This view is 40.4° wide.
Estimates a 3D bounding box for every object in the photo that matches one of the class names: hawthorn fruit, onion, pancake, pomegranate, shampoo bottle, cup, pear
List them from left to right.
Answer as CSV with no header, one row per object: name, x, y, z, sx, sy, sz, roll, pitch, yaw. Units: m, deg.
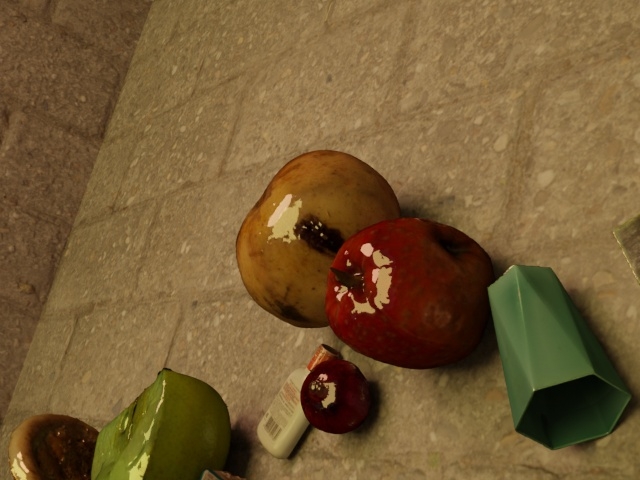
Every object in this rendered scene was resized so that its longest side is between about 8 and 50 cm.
pancake,-0.482,0.518,1.802,0.071,0.382,0.382,-39,38,12
pear,-0.308,0.463,1.689,0.342,0.238,0.318,-43,33,42
shampoo bottle,-0.038,0.294,1.618,0.221,0.051,0.108,-58,32,7
pomegranate,0.000,0.000,1.550,0.322,0.322,0.322,-34,43,38
onion,0.024,0.265,1.484,0.131,0.131,0.131,-34,43,38
hawthorn fruit,0.136,0.083,1.343,0.258,0.262,0.258,176,90,-85
cup,0.306,0.148,1.177,0.235,0.134,0.148,-97,18,-53

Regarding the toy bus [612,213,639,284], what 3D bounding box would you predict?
toy bus,0.509,-0.032,1.009,0.302,0.139,0.113,-35,42,25

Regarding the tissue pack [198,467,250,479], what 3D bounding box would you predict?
tissue pack,-0.130,0.534,1.501,0.271,0.134,0.192,15,81,57
